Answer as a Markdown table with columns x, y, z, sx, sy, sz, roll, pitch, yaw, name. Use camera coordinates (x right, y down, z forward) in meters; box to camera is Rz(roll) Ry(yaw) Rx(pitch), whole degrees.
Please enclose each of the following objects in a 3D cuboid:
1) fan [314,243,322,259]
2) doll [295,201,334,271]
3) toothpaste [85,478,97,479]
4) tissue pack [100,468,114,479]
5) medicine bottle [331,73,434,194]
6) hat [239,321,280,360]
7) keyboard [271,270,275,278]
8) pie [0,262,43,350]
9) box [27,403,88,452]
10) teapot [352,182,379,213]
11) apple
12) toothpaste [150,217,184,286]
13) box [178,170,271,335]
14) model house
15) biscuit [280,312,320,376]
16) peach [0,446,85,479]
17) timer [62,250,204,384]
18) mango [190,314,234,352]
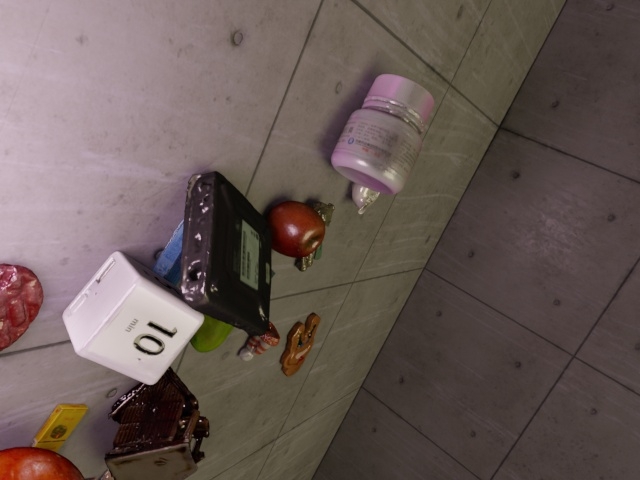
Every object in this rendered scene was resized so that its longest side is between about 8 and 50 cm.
| x | y | z | sx | sy | sz | roll | pitch | yaw | name |
| --- | --- | --- | --- | --- | --- | --- | --- | --- | --- |
| 0.000 | 0.000 | 1.788 | 0.038 | 0.016 | 0.193 | -31 | 143 | -38 | fan |
| -0.025 | -0.018 | 1.665 | 0.203 | 0.091 | 0.285 | -36 | 149 | -15 | doll |
| -0.719 | 0.711 | 1.347 | 0.048 | 0.031 | 0.190 | -54 | 156 | -13 | toothpaste |
| -0.582 | 0.858 | 1.478 | 0.123 | 0.257 | 0.215 | -45 | 150 | -16 | tissue pack |
| 0.204 | -0.338 | 1.509 | 0.324 | 0.256 | 0.256 | -66 | 153 | -2 | medicine bottle |
| -0.234 | 0.385 | 1.745 | 0.094 | 0.112 | 0.162 | 33 | 101 | -36 | hat |
| -0.219 | 0.172 | 1.612 | 0.176 | 0.014 | 0.055 | -52 | 153 | -9 | keyboard |
| -0.631 | 0.135 | 0.859 | 0.219 | 0.054 | 0.204 | -8 | 125 | -59 | pie |
| -0.673 | 0.486 | 1.191 | 0.155 | 0.023 | 0.087 | -55 | 150 | -5 | box |
| 0.183 | -0.201 | 1.795 | 0.226 | 0.092 | 0.145 | -50 | 155 | -16 | teapot |
| -0.083 | -0.031 | 1.458 | 0.181 | 0.168 | 0.180 | -40 | 154 | -25 | apple |
| -0.373 | 0.053 | 1.197 | 0.272 | 0.053 | 0.066 | -57 | 157 | -1 | toothpaste |
| -0.217 | 0.039 | 1.185 | 0.350 | 0.091 | 0.358 | 47 | 36 | -59 | box |
| -0.453 | 0.549 | 1.388 | 0.282 | 0.298 | 0.316 | -94 | -178 | -50 | model house |
| -0.093 | 0.482 | 2.111 | 0.202 | 0.047 | 0.333 | -21 | 136 | -49 | biscuit |
| -0.679 | 0.636 | 1.029 | 0.336 | 0.310 | 0.405 | -8 | 123 | -8 | peach |
| -0.413 | 0.169 | 1.039 | 0.192 | 0.194 | 0.195 | -53 | 129 | -8 | timer |
| -0.294 | 0.181 | 1.350 | 0.185 | 0.149 | 0.272 | -32 | 144 | -62 | mango |
